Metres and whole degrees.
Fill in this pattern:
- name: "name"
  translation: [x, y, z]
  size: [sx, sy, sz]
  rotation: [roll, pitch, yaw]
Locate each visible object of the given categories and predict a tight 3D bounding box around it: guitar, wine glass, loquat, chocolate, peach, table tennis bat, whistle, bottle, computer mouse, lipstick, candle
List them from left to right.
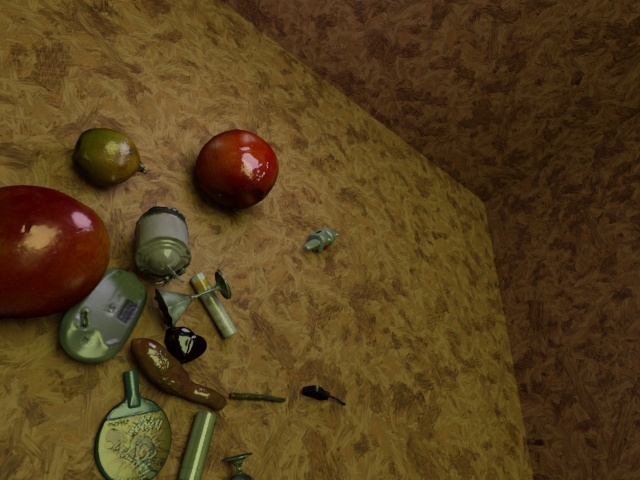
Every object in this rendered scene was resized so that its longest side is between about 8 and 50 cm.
- name: "peach"
  translation: [-0.797, 0.040, 1.162]
  size: [0.388, 0.388, 0.388]
  rotation: [23, 51, -31]
- name: "computer mouse"
  translation: [-0.675, 0.232, 1.335]
  size: [0.197, 0.095, 0.331]
  rotation: [48, 32, -24]
- name: "loquat"
  translation: [-0.749, -0.298, 1.536]
  size: [0.246, 0.213, 0.213]
  rotation: [18, 53, -35]
- name: "table tennis bat"
  translation: [-0.558, 0.556, 1.271]
  size: [0.215, 0.044, 0.329]
  rotation: [5, 62, -39]
- name: "candle"
  translation: [-0.533, 0.033, 1.448]
  size: [0.187, 0.187, 0.330]
  rotation: [19, 24, -33]
- name: "chocolate"
  translation: [-0.465, 0.355, 1.454]
  size: [0.149, 0.080, 0.125]
  rotation: [43, 43, -15]
- name: "wine glass"
  translation: [-0.441, 0.196, 1.488]
  size: [0.232, 0.156, 0.156]
  rotation: [-23, 80, -31]
- name: "bottle"
  translation: [-0.386, 0.651, 1.339]
  size: [0.072, 0.072, 0.201]
  rotation: [30, 47, -25]
- name: "lipstick"
  translation: [-0.402, 0.245, 1.600]
  size: [0.059, 0.059, 0.264]
  rotation: [-27, 85, -48]
- name: "peach"
  translation: [-0.351, -0.300, 1.828]
  size: [0.373, 0.290, 0.372]
  rotation: [22, 44, -24]
- name: "wine glass"
  translation: [-0.249, 0.806, 1.341]
  size: [0.103, 0.103, 0.231]
  rotation: [8, 62, -39]
- name: "whistle"
  translation: [0.001, -0.002, 2.096]
  size: [0.253, 0.102, 0.105]
  rotation: [-29, 88, -51]
- name: "guitar"
  translation: [0.025, 0.638, 1.731]
  size: [0.233, 0.088, 0.025]
  rotation: [36, 43, -33]

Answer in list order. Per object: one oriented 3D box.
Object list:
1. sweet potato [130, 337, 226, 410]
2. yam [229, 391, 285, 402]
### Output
- name: "sweet potato"
  translation: [-0.467, 0.450, 1.378]
  size: [0.385, 0.109, 0.109]
  rotation: [48, 42, -18]
- name: "yam"
  translation: [-0.229, 0.578, 1.568]
  size: [0.234, 0.029, 0.027]
  rotation: [20, 79, -34]
